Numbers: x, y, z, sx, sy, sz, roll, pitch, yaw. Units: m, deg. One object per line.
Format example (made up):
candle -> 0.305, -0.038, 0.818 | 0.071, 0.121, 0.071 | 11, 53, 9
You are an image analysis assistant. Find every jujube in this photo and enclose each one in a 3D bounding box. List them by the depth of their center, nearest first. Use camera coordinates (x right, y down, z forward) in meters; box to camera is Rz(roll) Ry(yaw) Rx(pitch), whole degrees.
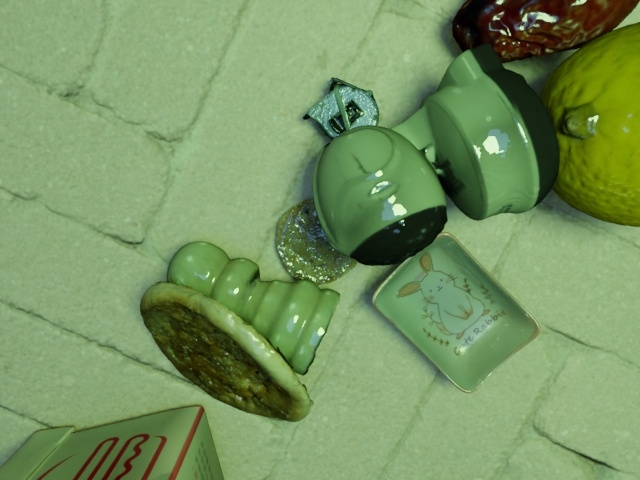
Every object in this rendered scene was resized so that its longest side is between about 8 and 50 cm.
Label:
jujube -> 0.287, -0.312, 0.603 | 0.237, 0.168, 0.168 | -30, 98, 7

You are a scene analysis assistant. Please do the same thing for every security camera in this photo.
security camera -> 0.124, -0.081, 0.603 | 0.278, 0.197, 0.191 | -24, 80, 0

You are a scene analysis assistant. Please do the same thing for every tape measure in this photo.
tape measure -> 0.036, -0.179, 0.676 | 0.094, 0.054, 0.091 | 37, 104, -3

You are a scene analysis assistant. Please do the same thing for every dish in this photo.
dish -> 0.193, 0.100, 0.709 | 0.212, 0.077, 0.151 | 44, 99, -6

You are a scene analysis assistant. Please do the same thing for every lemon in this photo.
lemon -> 0.397, -0.136, 0.582 | 0.268, 0.267, 0.267 | 0, 99, 0

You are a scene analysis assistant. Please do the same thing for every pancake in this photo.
pancake -> -0.134, 0.163, 0.669 | 0.283, 0.049, 0.282 | 21, 139, 20
pancake -> 0.000, 0.000, 0.720 | 0.140, 0.022, 0.139 | 0, 100, 1

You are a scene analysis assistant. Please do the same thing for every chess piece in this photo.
chess piece -> -0.105, 0.085, 0.689 | 0.243, 0.133, 0.133 | 25, 99, 2

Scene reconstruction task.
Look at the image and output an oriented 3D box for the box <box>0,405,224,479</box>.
box -> -0.295, 0.455, 0.652 | 0.300, 0.312, 0.314 | -13, 100, 1
